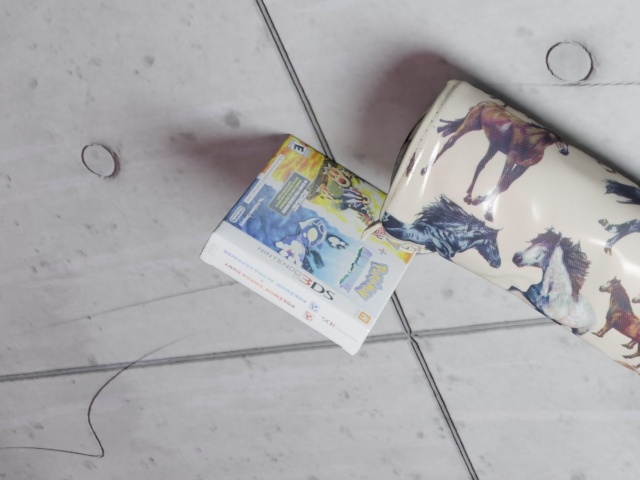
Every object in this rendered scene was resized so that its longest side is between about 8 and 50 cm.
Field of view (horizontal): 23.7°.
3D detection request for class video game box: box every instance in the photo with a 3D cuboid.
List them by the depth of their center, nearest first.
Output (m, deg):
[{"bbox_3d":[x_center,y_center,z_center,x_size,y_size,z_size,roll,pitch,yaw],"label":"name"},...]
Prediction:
[{"bbox_3d":[0.000,0.000,1.586,0.187,0.205,0.048,33,131,0],"label":"video game box"}]

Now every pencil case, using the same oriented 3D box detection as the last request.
[{"bbox_3d":[0.253,0.017,1.497,0.410,0.160,0.183,32,123,2],"label":"pencil case"}]
